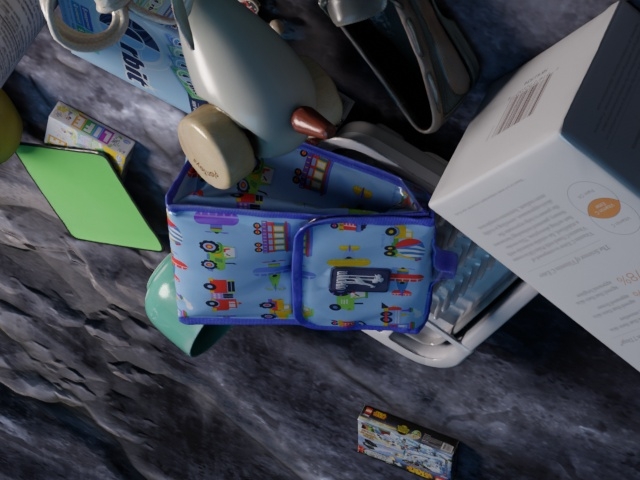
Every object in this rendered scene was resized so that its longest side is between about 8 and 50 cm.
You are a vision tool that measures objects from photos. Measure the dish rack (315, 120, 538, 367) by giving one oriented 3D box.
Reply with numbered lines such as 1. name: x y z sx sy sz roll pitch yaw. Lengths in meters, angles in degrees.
1. dish rack: 0.089 -0.001 2.036 0.285 0.072 0.333 32 150 -5

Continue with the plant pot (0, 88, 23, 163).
1. plant pot: -0.410 -0.136 2.207 0.134 0.134 0.095 -3 163 42

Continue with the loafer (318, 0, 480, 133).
1. loafer: 0.055 -0.211 1.728 0.096 0.084 0.267 -7 135 46

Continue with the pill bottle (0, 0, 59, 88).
1. pill bottle: -0.386 -0.209 1.897 0.160 0.283 0.160 21 149 13

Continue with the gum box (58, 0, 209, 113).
1. gum box: -0.184 -0.209 1.936 0.184 0.041 0.157 28 158 13

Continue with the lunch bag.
1. lunch bag: 0.000 0.000 1.951 0.293 0.138 0.221 10 145 7

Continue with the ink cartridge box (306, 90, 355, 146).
1. ink cartridge box: -0.014 -0.128 1.967 0.063 0.029 0.115 31 150 -6

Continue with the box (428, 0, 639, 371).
1. box: 0.313 -0.023 1.720 0.345 0.168 0.215 38 149 -15

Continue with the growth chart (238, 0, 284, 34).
1. growth chart: -0.163 -0.275 1.877 0.237 0.021 0.172 44 148 -24

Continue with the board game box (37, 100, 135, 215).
1. board game box: -0.283 -0.096 2.243 0.103 0.026 0.154 28 150 1

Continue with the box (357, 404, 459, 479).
1. box: 0.116 0.274 2.480 0.137 0.027 0.094 20 148 14

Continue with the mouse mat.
1. mouse mat: -0.283 -0.053 2.276 0.152 0.007 0.190 8 146 31

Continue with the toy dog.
1. toy dog: -0.079 -0.196 1.748 0.333 0.220 0.161 45 160 -32

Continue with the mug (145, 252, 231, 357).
1. mug: -0.153 0.069 2.286 0.097 0.129 0.158 40 157 11
